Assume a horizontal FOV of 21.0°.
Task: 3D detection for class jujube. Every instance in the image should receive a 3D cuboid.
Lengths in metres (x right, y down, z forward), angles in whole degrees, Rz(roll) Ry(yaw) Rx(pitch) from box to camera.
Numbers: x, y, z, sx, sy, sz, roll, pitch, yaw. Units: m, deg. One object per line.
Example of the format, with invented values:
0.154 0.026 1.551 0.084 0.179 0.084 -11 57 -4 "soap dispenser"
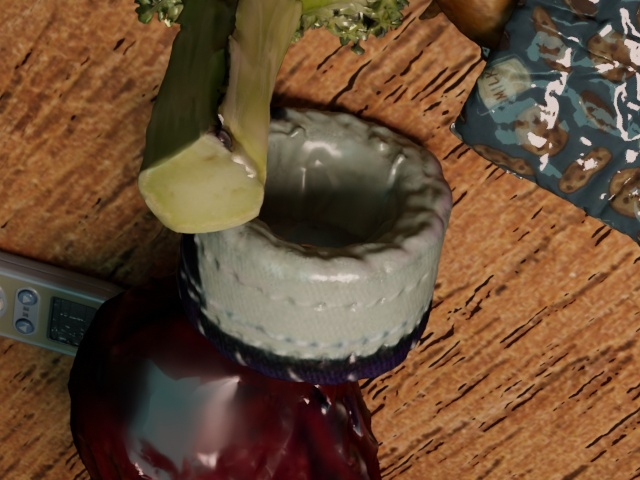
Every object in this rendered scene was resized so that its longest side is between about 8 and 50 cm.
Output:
-0.080 0.185 1.583 0.258 0.258 0.376 -7 132 20 "jujube"

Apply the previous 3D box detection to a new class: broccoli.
-0.050 -0.157 1.249 0.221 0.361 0.252 2 159 7 "broccoli"

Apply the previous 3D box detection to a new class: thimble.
0.000 0.000 1.433 0.237 0.237 0.150 16 131 3 "thimble"

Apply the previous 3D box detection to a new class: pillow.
0.221 -0.124 1.183 0.189 0.034 0.255 31 124 2 "pillow"

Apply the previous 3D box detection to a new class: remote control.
-0.286 0.055 1.653 0.244 0.047 0.087 16 125 4 "remote control"

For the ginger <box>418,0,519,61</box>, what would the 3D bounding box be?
0.205 -0.158 1.287 0.254 0.176 0.418 -10 119 29 "ginger"
